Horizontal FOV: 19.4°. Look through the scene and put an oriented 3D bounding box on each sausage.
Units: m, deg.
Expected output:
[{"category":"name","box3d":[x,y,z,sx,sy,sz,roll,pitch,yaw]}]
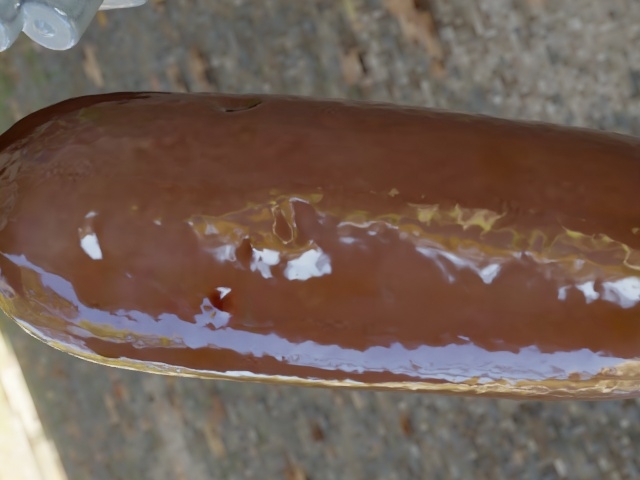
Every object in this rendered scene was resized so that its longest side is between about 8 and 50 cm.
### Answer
[{"category":"sausage","box3d":[0.000,0.000,0.681,0.113,0.259,0.113,4,-90,-87]}]

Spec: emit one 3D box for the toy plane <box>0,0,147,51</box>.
[{"category":"toy plane","box3d":[-0.191,-0.162,0.878,0.118,0.252,0.252,99,148,-51]}]
